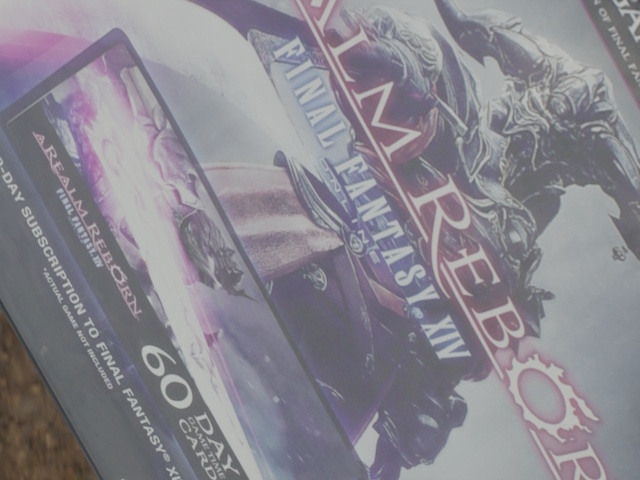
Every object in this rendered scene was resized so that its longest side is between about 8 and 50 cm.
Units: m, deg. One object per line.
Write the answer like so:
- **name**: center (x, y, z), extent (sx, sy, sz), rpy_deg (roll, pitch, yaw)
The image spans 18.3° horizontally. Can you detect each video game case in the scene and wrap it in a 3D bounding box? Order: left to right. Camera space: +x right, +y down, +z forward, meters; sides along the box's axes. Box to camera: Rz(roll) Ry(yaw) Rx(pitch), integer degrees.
- **video game case**: center (0.000, 0.000, 0.421), extent (0.026, 0.274, 0.196), rpy_deg (-31, 94, -32)
